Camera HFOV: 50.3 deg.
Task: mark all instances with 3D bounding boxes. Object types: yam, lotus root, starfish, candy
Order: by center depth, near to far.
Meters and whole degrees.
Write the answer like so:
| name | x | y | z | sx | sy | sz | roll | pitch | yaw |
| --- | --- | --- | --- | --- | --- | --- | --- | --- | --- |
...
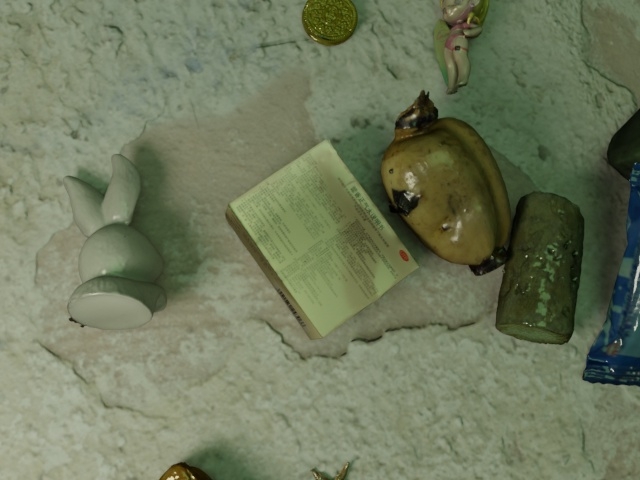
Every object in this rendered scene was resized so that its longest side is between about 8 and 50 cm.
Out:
| name | x | y | z | sx | sy | sz | roll | pitch | yaw |
| --- | --- | --- | --- | --- | --- | --- | --- | --- | --- |
| starfish | 0.023 | 0.337 | 0.892 | 0.092 | 0.016 | 0.086 | -10 | 83 | -13 |
| lotus root | 0.166 | -0.071 | 0.927 | 0.154 | 0.140 | 0.257 | -30 | 96 | -26 |
| candy | 0.481 | 0.054 | 0.940 | 0.187 | 0.077 | 0.331 | 5 | 108 | -2 |
| yam | 0.306 | 0.038 | 0.943 | 0.107 | 0.107 | 0.194 | 14 | 76 | -6 |

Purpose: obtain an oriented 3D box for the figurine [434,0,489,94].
| name | x | y | z | sx | sy | sz | roll | pitch | yaw |
| --- | --- | --- | --- | --- | --- | --- | --- | --- | --- |
| figurine | 0.211 | -0.304 | 1.013 | 0.083 | 0.083 | 0.187 | 8 | 72 | -8 |

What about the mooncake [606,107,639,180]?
| name | x | y | z | sx | sy | sz | roll | pitch | yaw |
| --- | --- | --- | --- | --- | --- | --- | --- | --- | --- |
| mooncake | 0.500 | -0.148 | 0.973 | 0.104 | 0.168 | 0.175 | 35 | 63 | 1 |

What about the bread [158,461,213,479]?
| name | x | y | z | sx | sy | sz | roll | pitch | yaw |
| --- | --- | --- | --- | --- | --- | --- | --- | --- | --- |
| bread | -0.117 | 0.402 | 0.826 | 0.271 | 0.077 | 0.139 | 41 | 80 | 2 |

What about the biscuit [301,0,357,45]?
| name | x | y | z | sx | sy | sz | roll | pitch | yaw |
| --- | --- | --- | --- | --- | --- | --- | --- | --- | --- |
| biscuit | 0.014 | -0.329 | 1.007 | 0.084 | 0.023 | 0.084 | 2 | 79 | -9 |

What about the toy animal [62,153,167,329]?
| name | x | y | z | sx | sy | sz | roll | pitch | yaw |
| --- | --- | --- | --- | --- | --- | --- | --- | --- | --- |
| toy animal | -0.260 | 0.007 | 0.880 | 0.103 | 0.131 | 0.221 | -23 | 54 | 19 |

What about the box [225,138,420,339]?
| name | x | y | z | sx | sy | sz | roll | pitch | yaw |
| --- | --- | --- | --- | --- | --- | --- | --- | --- | --- |
| box | 0.000 | 0.000 | 0.908 | 0.168 | 0.095 | 0.212 | -35 | 87 | -12 |
